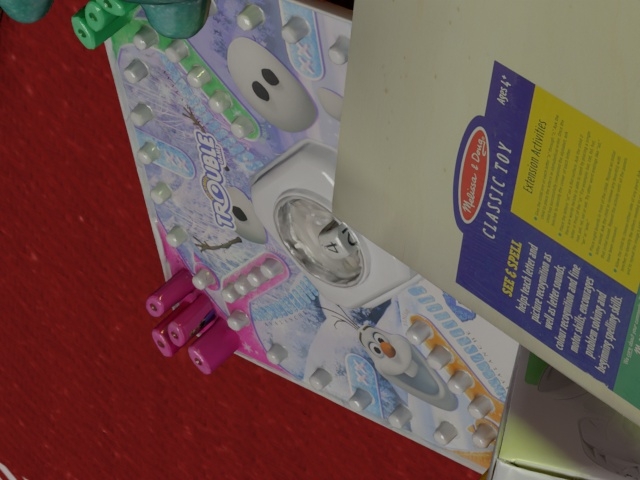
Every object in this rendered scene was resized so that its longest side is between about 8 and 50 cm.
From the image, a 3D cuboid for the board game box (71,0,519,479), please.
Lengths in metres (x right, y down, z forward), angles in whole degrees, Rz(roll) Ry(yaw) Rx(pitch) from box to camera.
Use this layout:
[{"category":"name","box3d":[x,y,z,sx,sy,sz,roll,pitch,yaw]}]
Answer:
[{"category":"board game box","box3d":[0.000,0.000,1.361,0.390,0.050,0.390,23,142,32]}]

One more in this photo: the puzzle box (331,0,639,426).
[{"category":"puzzle box","box3d":[0.132,-0.118,1.000,0.272,0.052,0.409,35,136,32]}]

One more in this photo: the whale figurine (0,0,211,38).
[{"category":"whale figurine","box3d":[-0.150,-0.206,1.202,0.272,0.141,0.216,-18,110,44]}]

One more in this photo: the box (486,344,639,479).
[{"category":"box","box3d":[0.228,0.193,1.242,0.262,0.126,0.231,12,135,7]}]

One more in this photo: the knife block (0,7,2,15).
[{"category":"knife block","box3d":[-0.298,-0.162,1.496,0.088,0.242,0.276,39,-168,4]}]
